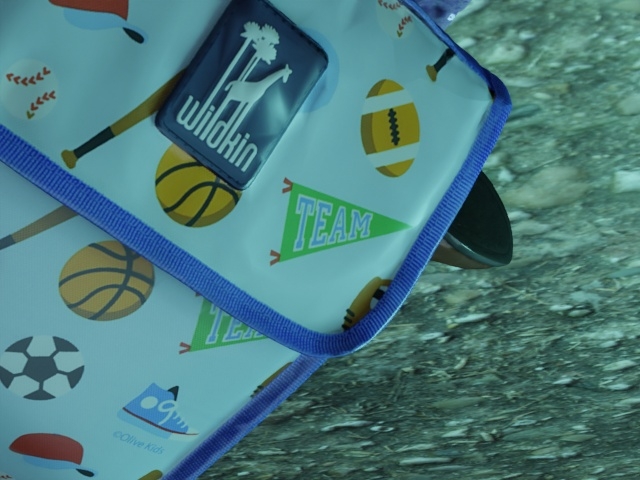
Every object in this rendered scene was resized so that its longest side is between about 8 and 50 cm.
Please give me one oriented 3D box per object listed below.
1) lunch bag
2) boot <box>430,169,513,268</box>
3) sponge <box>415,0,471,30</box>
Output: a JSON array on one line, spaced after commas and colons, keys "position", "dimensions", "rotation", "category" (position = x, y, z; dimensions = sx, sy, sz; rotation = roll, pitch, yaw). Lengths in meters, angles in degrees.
[{"position": [-0.127, -0.046, 0.865], "dimensions": [0.328, 0.239, 0.385], "rotation": [36, 113, -30], "category": "lunch bag"}, {"position": [0.000, 0.000, 1.362], "dimensions": [0.264, 0.096, 0.280], "rotation": [15, 151, -39], "category": "boot"}, {"position": [0.074, -0.208, 0.850], "dimensions": [0.117, 0.031, 0.210], "rotation": [28, 129, -21], "category": "sponge"}]
